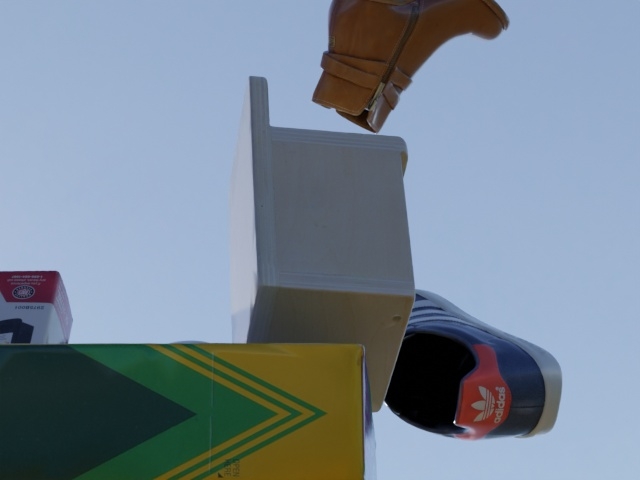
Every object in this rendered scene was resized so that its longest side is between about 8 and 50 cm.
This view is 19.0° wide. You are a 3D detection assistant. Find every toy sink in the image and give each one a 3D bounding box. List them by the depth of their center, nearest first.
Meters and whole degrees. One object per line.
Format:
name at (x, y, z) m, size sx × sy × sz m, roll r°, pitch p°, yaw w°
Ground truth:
toy sink at (0.000, 0.000, 1.547) m, size 0.131 × 0.234 × 0.153 m, roll 4°, pitch -43°, yaw -9°

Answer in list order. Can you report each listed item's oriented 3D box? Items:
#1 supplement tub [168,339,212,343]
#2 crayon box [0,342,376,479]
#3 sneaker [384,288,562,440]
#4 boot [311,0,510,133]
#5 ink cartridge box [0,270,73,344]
supplement tub at (-0.178, 0.214, 1.879) m, size 0.193 × 0.193 × 0.316 m, roll -47°, pitch -10°, yaw 18°
crayon box at (-0.116, 0.162, 1.396) m, size 0.313 × 0.106 × 0.363 m, roll 1°, pitch -16°, yaw 4°
sneaker at (0.089, 0.125, 2.014) m, size 0.148 × 0.350 × 0.131 m, roll 0°, pitch -83°, yaw -37°
boot at (0.076, -0.166, 1.703) m, size 0.197 × 0.073 × 0.152 m, roll 18°, pitch -91°, yaw -38°
ink cartridge box at (-0.299, 0.113, 1.697) m, size 0.127 × 0.175 × 0.072 m, roll -1°, pitch -45°, yaw 5°
